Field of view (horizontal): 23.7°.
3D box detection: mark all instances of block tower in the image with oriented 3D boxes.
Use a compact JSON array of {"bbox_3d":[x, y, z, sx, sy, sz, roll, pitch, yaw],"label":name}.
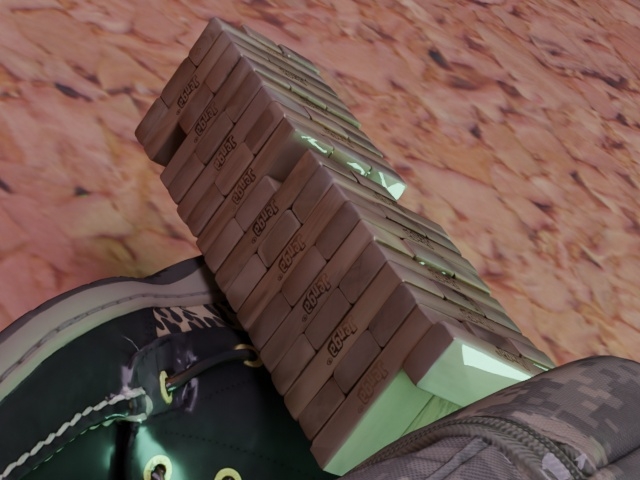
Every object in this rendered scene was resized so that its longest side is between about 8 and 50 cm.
[{"bbox_3d":[0.000,0.000,0.814,0.091,0.097,0.335,24,19,-37],"label":"block tower"}]

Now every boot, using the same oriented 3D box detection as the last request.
[{"bbox_3d":[-0.031,0.153,0.744,0.284,0.138,0.377,42,21,11],"label":"boot"}]

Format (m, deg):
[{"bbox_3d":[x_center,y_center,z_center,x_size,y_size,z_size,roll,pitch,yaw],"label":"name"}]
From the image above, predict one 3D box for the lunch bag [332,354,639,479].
[{"bbox_3d":[0.039,0.206,0.417,0.256,0.212,0.305,-18,76,-53],"label":"lunch bag"}]
